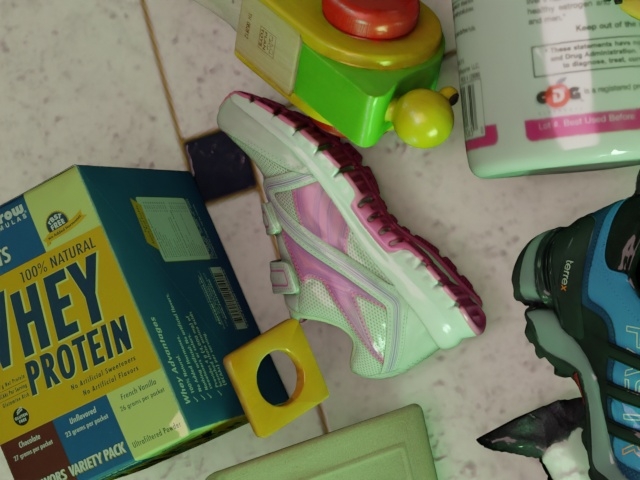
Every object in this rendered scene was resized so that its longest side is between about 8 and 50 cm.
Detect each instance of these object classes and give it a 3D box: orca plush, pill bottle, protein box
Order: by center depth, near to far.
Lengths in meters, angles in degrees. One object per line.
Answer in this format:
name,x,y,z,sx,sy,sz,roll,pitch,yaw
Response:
pill bottle,0.166,-0.189,1.164,0.160,0.160,0.283,-5,90,18
orca plush,0.182,0.261,1.201,0.102,0.151,0.287,-38,81,47
protein box,-0.149,0.063,1.251,0.136,0.201,0.200,-26,83,17

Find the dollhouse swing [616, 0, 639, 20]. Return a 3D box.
dollhouse swing,0.406,-0.198,1.072,0.305,0.315,0.347,32,101,40

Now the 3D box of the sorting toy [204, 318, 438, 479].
sorting toy,0.009,0.223,1.219,0.047,0.196,0.347,-6,98,56

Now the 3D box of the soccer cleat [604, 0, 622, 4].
soccer cleat,0.199,-0.165,1.023,0.083,0.029,0.035,-13,82,33

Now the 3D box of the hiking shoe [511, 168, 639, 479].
hiking shoe,0.241,0.111,1.150,0.132,0.113,0.304,-37,80,45

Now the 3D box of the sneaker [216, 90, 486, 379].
sneaker,0.000,0.000,1.253,0.111,0.103,0.252,-43,78,13

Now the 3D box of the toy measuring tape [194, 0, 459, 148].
toy measuring tape,-0.008,-0.167,1.267,0.330,0.121,0.121,42,104,34
